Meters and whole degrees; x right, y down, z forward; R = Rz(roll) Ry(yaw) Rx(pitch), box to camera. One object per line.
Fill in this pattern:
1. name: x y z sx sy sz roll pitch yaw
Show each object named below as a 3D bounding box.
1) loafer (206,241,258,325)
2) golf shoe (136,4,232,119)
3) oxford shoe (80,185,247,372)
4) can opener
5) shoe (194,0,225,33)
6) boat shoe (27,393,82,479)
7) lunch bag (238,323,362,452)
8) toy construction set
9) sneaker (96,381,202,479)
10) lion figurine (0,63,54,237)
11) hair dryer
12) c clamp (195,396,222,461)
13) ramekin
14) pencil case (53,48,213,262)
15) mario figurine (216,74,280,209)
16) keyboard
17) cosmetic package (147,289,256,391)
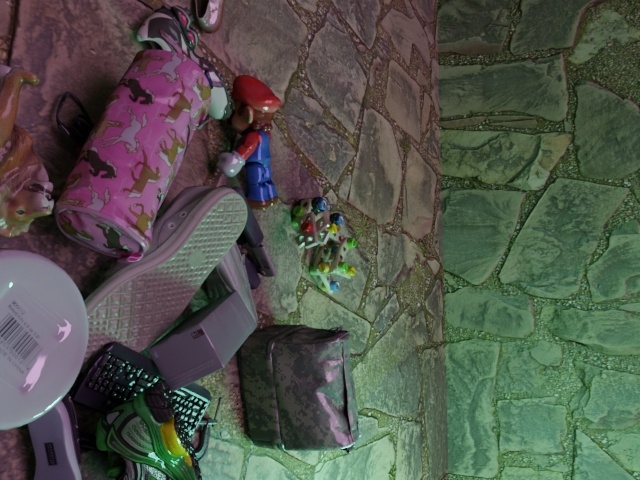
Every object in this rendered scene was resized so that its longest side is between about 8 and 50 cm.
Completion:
1. loafer: -0.208 0.066 1.343 0.111 0.112 0.319 -41 121 -45
2. golf shoe: -0.295 -0.367 1.286 0.120 0.105 0.273 -47 128 -26
3. oxford shoe: -0.320 0.059 1.125 0.449 0.130 0.169 -51 142 -26
4. can opener: -0.185 0.003 1.403 0.095 0.076 0.283 -57 142 -35
5. shoe: -0.256 -0.597 1.379 0.058 0.077 0.219 21 70 -63
6. boat shoe: -0.427 0.351 0.966 0.076 0.080 0.228 -87 171 -79
7. lunch bag: -0.035 0.365 1.463 0.212 0.256 0.305 -10 95 -60
8. toy construction set: 0.000 0.000 1.700 0.327 0.151 0.215 55 41 -58
9. sneaker: -0.305 0.393 1.072 0.134 0.146 0.343 -123 -161 -49
10. lion figurine: -0.518 -0.156 0.776 0.392 0.142 0.240 27 86 -56
11. hair dryer: -0.391 -0.116 1.108 0.224 0.080 0.293 0 78 -49
12. c clamp: -0.278 0.411 1.270 0.161 0.022 0.137 17 78 -59
13. ramekin: -0.472 0.139 0.845 0.277 0.135 0.277 12 76 -59
14. pencil case: -0.314 -0.153 1.029 0.160 0.167 0.386 115 -8 -59
15. mario figurine: -0.188 -0.240 1.449 0.170 0.198 0.320 -6 102 -20
16. keyboard: -0.340 0.328 1.101 0.201 0.033 0.317 -59 140 -14
17. cosmetic package: -0.229 0.195 1.190 0.107 0.127 0.238 61 15 -8
